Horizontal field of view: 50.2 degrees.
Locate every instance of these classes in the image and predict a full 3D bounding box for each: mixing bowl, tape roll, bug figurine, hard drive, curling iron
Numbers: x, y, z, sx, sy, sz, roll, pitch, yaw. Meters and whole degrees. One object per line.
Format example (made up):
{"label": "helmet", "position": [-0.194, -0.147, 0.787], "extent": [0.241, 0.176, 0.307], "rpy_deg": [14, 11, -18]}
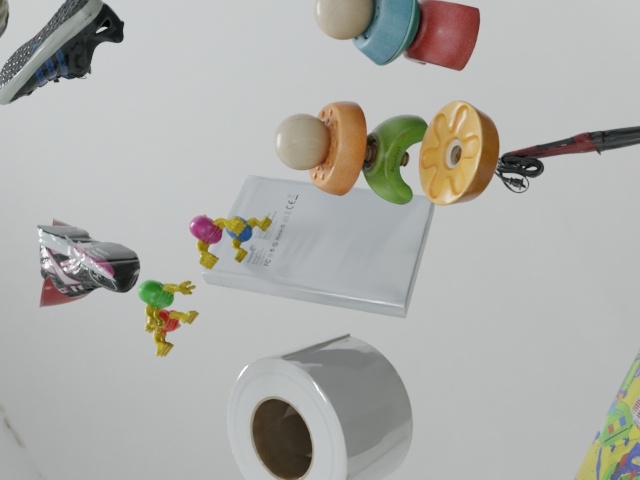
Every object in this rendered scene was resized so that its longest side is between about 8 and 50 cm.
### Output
{"label": "mixing bowl", "position": [-0.496, 0.050, 1.362], "extent": [0.098, 0.181, 0.181], "rpy_deg": [8, -145, -22]}
{"label": "tape roll", "position": [-0.004, 0.281, 1.055], "extent": [0.169, 0.246, 0.246], "rpy_deg": [-10, -115, -48]}
{"label": "bug figurine", "position": [-0.194, 0.045, 1.052], "extent": [0.072, 0.279, 0.216], "rpy_deg": [37, 172, 10]}
{"label": "hard drive", "position": [0.000, 0.000, 1.181], "extent": [0.047, 0.353, 0.233], "rpy_deg": [74, -150, -51]}
{"label": "curling iron", "position": [0.377, -0.123, 0.948], "extent": [0.035, 0.274, 0.068], "rpy_deg": [47, -147, -61]}

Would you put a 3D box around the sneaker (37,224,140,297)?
{"label": "sneaker", "position": [-0.283, 0.037, 0.829], "extent": [0.178, 0.077, 0.072], "rpy_deg": [21, -165, 42]}

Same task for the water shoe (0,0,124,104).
{"label": "water shoe", "position": [-0.338, -0.228, 0.883], "extent": [0.080, 0.203, 0.073], "rpy_deg": [36, -152, -42]}

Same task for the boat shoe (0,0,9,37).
{"label": "boat shoe", "position": [-0.380, -0.179, 0.550], "extent": [0.355, 0.132, 0.130], "rpy_deg": [-82, 6, -47]}

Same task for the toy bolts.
{"label": "toy bolts", "position": [0.061, -0.148, 0.675], "extent": [0.159, 0.228, 0.218], "rpy_deg": [7, -170, -25]}

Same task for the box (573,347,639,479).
{"label": "box", "position": [0.501, 0.313, 0.908], "extent": [0.177, 0.279, 0.290], "rpy_deg": [29, 177, 3]}
